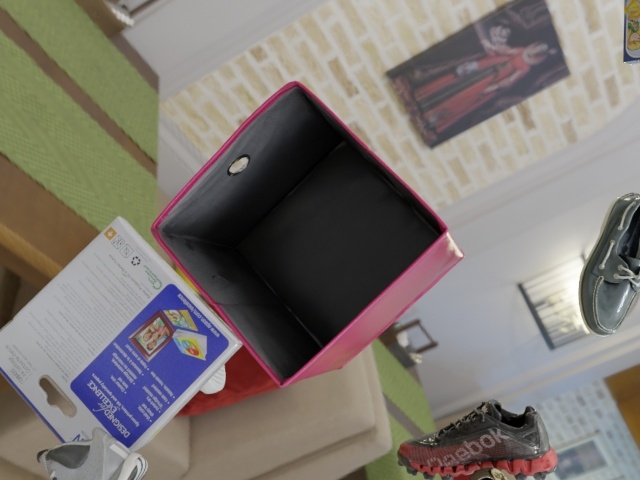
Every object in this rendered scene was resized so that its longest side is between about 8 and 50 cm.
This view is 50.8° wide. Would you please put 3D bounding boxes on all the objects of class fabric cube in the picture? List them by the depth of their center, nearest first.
[{"bbox_3d":[0.000,0.000,0.861,0.259,0.254,0.258,47,8,15],"label":"fabric cube"}]

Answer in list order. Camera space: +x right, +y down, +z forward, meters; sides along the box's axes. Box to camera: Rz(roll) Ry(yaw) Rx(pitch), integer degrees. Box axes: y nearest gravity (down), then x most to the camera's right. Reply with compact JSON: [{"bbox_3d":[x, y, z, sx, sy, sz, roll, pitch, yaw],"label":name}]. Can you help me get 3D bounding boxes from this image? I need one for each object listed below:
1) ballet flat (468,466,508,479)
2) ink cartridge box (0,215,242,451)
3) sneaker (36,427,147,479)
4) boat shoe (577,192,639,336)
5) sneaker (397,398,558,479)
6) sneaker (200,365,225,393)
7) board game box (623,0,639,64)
[{"bbox_3d":[0.244,0.417,1.036,0.084,0.058,0.250,47,32,19],"label":"ballet flat"},{"bbox_3d":[-0.336,0.172,1.100,0.303,0.307,0.072,44,-2,11],"label":"ink cartridge box"},{"bbox_3d":[-0.355,0.355,0.920,0.132,0.228,0.086,38,-12,10],"label":"sneaker"},{"bbox_3d":[0.635,0.050,1.422,0.116,0.319,0.099,19,-6,-7],"label":"boat shoe"},{"bbox_3d":[0.268,0.347,1.187,0.098,0.276,0.135,-27,109,-73],"label":"sneaker"},{"bbox_3d":[-0.359,0.207,1.549,0.365,0.150,0.135,58,19,3],"label":"sneaker"},{"bbox_3d":[0.581,-0.360,1.057,0.035,0.201,0.136,-4,94,-39],"label":"board game box"}]
